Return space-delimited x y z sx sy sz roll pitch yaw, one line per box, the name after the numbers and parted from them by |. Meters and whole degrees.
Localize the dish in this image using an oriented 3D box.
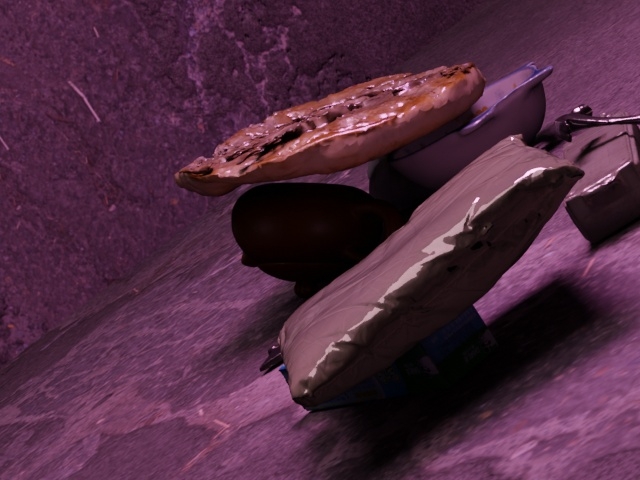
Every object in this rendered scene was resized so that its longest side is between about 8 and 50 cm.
0.194 -0.117 2.279 0.228 0.086 0.236 -30 9 24 | dish

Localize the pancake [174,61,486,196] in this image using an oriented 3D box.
0.012 -0.125 2.297 0.382 0.071 0.382 -19 6 2 | pancake

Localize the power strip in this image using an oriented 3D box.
0.262 -0.061 1.810 0.078 0.052 0.272 -32 9 13 | power strip

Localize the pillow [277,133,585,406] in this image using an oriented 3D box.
0.084 0.022 1.610 0.280 0.076 0.274 -40 6 2 | pillow

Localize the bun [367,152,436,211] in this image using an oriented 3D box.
0.115 -0.096 2.480 0.141 0.083 0.141 -32 11 7 | bun

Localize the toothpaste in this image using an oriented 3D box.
0.052 0.101 1.705 0.065 0.050 0.266 -36 8 -27 | toothpaste

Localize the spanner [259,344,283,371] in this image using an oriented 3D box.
-0.007 0.086 2.164 0.046 0.012 0.208 -26 11 43 | spanner

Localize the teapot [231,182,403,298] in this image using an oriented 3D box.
0.000 0.000 2.306 0.252 0.135 0.178 0 1 45 | teapot

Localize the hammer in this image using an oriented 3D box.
0.302 -0.109 1.780 0.201 0.021 0.078 -2 15 32 | hammer
